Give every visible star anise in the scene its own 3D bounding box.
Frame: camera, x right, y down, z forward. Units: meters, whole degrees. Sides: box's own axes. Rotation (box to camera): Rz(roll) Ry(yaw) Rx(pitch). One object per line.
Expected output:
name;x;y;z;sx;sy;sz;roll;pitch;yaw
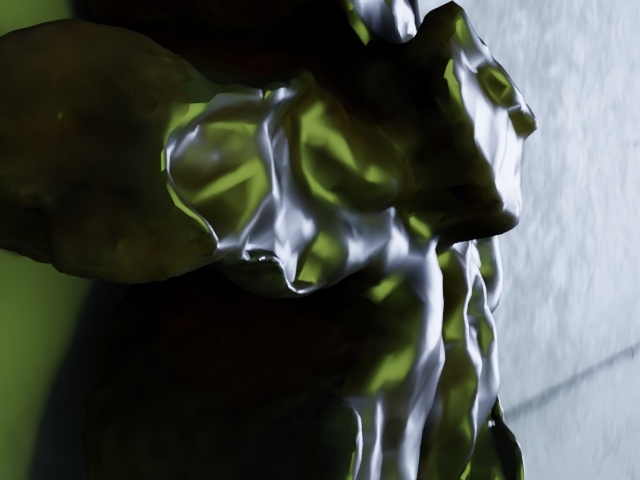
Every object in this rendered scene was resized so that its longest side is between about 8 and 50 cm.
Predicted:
star anise;-0.002;-0.004;0.403;0.220;0.099;0.214;44;44;-61
